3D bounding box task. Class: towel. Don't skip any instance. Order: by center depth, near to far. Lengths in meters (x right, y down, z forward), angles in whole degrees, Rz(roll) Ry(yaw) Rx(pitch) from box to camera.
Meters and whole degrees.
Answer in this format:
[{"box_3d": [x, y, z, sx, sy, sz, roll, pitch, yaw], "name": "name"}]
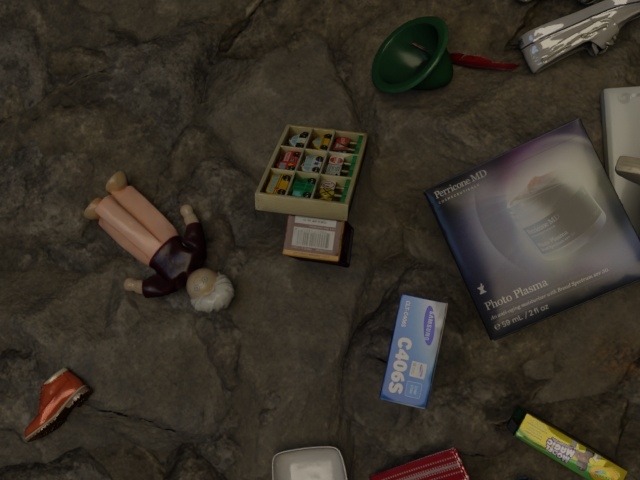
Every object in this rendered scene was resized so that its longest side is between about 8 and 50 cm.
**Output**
[{"box_3d": [0.222, 0.532, 1.388, 0.198, 0.031, 0.275, -28, 80, 27], "name": "towel"}]

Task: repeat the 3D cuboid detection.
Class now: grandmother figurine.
[{"box_3d": [-0.311, 0.024, 1.503, 0.342, 0.104, 0.208, 38, 98, 12], "name": "grandmother figurine"}]

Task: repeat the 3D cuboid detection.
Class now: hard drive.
[{"box_3d": [0.642, -0.137, 1.429, 0.202, 0.040, 0.308, -2, 84, 7], "name": "hard drive"}]

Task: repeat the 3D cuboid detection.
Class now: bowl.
[{"box_3d": [-0.016, 0.460, 1.442, 0.141, 0.053, 0.142, -8, 82, 6], "name": "bowl"}]

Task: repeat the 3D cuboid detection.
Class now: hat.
[{"box_3d": [0.234, -0.322, 1.507, 0.208, 0.183, 0.173, 13, 76, 50], "name": "hat"}]

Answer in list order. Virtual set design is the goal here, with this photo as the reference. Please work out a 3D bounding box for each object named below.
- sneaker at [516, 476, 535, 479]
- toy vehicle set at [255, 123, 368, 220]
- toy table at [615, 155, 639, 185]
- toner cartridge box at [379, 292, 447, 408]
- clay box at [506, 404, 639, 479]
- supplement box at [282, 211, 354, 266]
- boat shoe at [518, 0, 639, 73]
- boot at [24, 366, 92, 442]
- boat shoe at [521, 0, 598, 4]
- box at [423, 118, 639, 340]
[{"box_3d": [0.371, 0.525, 1.374, 0.067, 0.078, 0.188, 8, 85, 8], "name": "sneaker"}, {"box_3d": [-0.010, -0.133, 1.417, 0.165, 0.267, 0.035, 7, 126, 7], "name": "toy vehicle set"}, {"box_3d": [0.603, -0.077, 1.208, 0.252, 0.161, 0.275, 3, 76, 23], "name": "toy table"}, {"box_3d": [0.156, 0.181, 1.301, 0.075, 0.348, 0.165, 11, 86, 7], "name": "toner cartridge box"}, {"box_3d": [0.447, 0.377, 1.355, 0.222, 0.127, 0.053, 31, 89, 10], "name": "clay box"}, {"box_3d": [0.000, 0.000, 1.418, 0.104, 0.188, 0.081, 8, 86, 8], "name": "supplement box"}, {"box_3d": [0.516, -0.394, 1.444, 0.267, 0.096, 0.088, -19, 86, 6], "name": "boat shoe"}, {"box_3d": [-0.541, 0.328, 1.522, 0.084, 0.059, 0.158, 43, 82, 12], "name": "boot"}, {"box_3d": [0.514, -0.504, 1.453, 0.302, 0.113, 0.104, 6, 86, 18], "name": "boat shoe"}, {"box_3d": [0.380, -0.013, 1.362, 0.296, 0.182, 0.294, -26, 80, 12], "name": "box"}]
